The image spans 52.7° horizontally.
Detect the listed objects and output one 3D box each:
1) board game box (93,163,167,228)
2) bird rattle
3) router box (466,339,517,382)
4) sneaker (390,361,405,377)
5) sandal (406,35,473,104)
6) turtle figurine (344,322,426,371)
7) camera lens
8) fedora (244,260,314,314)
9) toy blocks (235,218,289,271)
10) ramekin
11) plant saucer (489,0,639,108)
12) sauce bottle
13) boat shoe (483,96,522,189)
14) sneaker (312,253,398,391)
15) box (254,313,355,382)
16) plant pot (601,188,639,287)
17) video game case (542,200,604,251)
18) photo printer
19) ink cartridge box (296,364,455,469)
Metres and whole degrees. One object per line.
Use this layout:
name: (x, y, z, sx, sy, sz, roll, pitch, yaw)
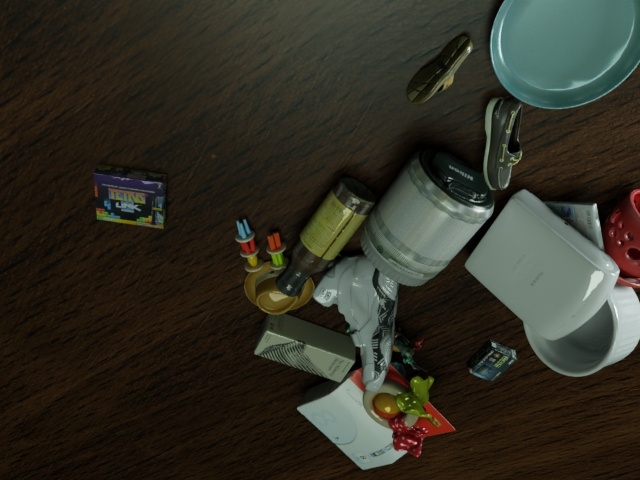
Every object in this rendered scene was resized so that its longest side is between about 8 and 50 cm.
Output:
board game box: (-0.469, -0.107, 1.606, 0.170, 0.048, 0.141, 8, 128, -2)
bird rattle: (0.217, 0.466, 1.796, 0.207, 0.143, 0.253, 24, 135, 16)
router box: (0.502, 0.356, 1.900, 0.092, 0.038, 0.122, 24, 125, -15)
sneaker: (0.195, 0.463, 1.981, 0.122, 0.110, 0.283, 12, 132, 22)
sandal: (0.258, -0.352, 1.369, 0.049, 0.072, 0.180, 23, 124, -40)
turtle figurine: (0.188, 0.294, 1.825, 0.234, 0.118, 0.175, 35, 147, -14)
camera lens: (0.244, -0.056, 1.490, 0.219, 0.219, 0.274, 25, 125, -14)
fedora: (-0.114, 0.144, 1.755, 0.194, 0.079, 0.194, 1, 127, 2)
toy blocks: (-0.153, 0.007, 1.668, 0.123, 0.054, 0.148, -6, 126, 9)
ramekin: (0.658, 0.192, 1.619, 0.135, 0.277, 0.277, -4, 133, -31)
plant saucer: (0.502, -0.420, 1.308, 0.318, 0.043, 0.317, 2, 127, 3)
sauce bottle: (0.000, 0.000, 1.602, 0.111, 0.111, 0.344, 29, 118, -17)
boat shoe: (0.411, -0.206, 1.441, 0.069, 0.081, 0.227, 18, 135, 35)
sneaker: (0.089, 0.200, 1.682, 0.210, 0.137, 0.365, 6, 88, 11)
box: (-0.043, 0.304, 1.862, 0.275, 0.094, 0.113, 20, 126, -11)
plant pot: (0.752, 0.001, 1.527, 0.191, 0.191, 0.174, 20, 135, -11)
video game case: (0.601, -0.017, 1.537, 0.019, 0.143, 0.157, -26, 108, -28)
photo printer: (0.524, 0.069, 1.534, 0.307, 0.107, 0.256, 46, 130, 23)
ink cartridge box: (0.156, 0.528, 1.918, 0.308, 0.091, 0.385, 46, 137, -10)
